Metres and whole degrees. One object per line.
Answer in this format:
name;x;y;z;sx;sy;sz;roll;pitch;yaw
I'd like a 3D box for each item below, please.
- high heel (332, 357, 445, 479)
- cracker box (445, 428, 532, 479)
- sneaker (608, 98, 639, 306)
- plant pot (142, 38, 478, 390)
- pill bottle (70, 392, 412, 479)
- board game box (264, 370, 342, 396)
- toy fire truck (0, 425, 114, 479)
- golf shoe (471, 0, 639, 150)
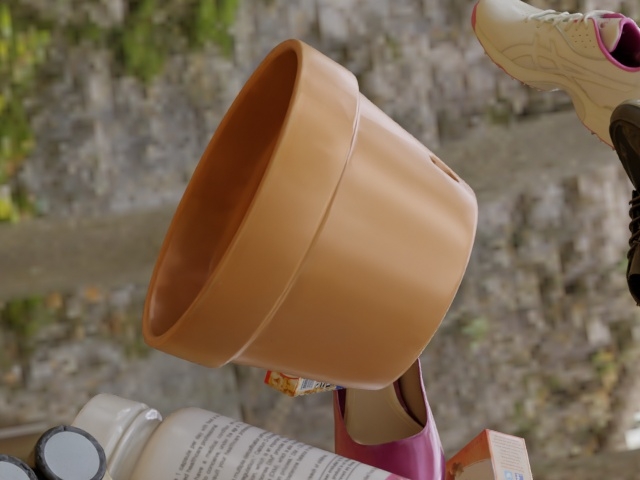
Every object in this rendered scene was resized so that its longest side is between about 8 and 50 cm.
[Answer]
high heel;0.061;0.155;2.314;0.377;0.127;0.181;-107;-174;-52
cracker box;0.194;0.365;2.389;0.156;0.067;0.232;-47;-141;39
sneaker;0.334;-0.029;1.994;0.222;0.118;0.083;58;-24;5
plant pot;0.000;0.000;1.719;0.291;0.203;0.291;-57;-165;25
pill bottle;-0.069;0.229;1.611;0.160;0.283;0.160;18;90;-78
board game box;0.022;0.072;2.221;0.045;0.146;0.193;25;-75;31
toy fire truck;-0.209;0.295;1.440;0.246;0.217;0.158;54;-43;16
golf shoe;0.304;-0.223;2.305;0.306;0.115;0.140;38;-46;28
